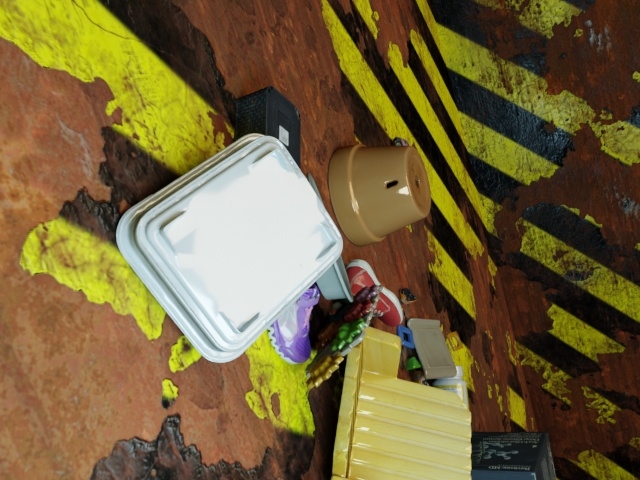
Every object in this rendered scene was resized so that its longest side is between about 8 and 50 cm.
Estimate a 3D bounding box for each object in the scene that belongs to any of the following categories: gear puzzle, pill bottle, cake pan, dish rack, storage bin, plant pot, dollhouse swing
[{"bbox_3d":[0.029,0.196,1.048,0.044,0.175,0.339,47,26,-5],"label":"gear puzzle"},{"bbox_3d":[0.443,0.536,1.727,0.119,0.119,0.208,29,56,-54],"label":"pill bottle"},{"bbox_3d":[0.000,0.000,1.094,0.293,0.054,0.292,-18,90,-85],"label":"cake pan"},{"bbox_3d":[-0.114,-0.002,0.818,0.333,0.072,0.285,-42,106,-32],"label":"dish rack"},{"bbox_3d":[-0.107,-0.210,1.051,0.122,0.085,0.180,28,55,-55],"label":"storage bin"},{"bbox_3d":[0.179,-0.141,1.413,0.291,0.204,0.290,27,58,-55],"label":"plant pot"},{"bbox_3d":[0.197,0.413,1.103,0.315,0.305,0.346,86,14,-53],"label":"dollhouse swing"}]

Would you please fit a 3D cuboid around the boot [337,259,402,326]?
[{"bbox_3d":[0.128,0.192,1.330,0.244,0.089,0.176,49,40,-29],"label":"boot"}]

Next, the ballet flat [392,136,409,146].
[{"bbox_3d":[0.284,-0.270,1.791,0.079,0.077,0.221,16,60,-38],"label":"ballet flat"}]

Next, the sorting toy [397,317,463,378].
[{"bbox_3d":[0.359,0.358,1.667,0.348,0.047,0.195,11,56,-42],"label":"sorting toy"}]

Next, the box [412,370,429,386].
[{"bbox_3d":[0.331,0.496,1.638,0.136,0.028,0.081,58,35,-29],"label":"box"}]

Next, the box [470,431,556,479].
[{"bbox_3d":[0.660,0.853,1.821,0.396,0.294,0.211,-2,81,-61],"label":"box"}]

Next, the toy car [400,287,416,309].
[{"bbox_3d":[0.255,0.198,1.619,0.122,0.060,0.040,-26,147,-44],"label":"toy car"}]

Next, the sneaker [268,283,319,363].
[{"bbox_3d":[-0.049,0.131,1.013,0.095,0.105,0.236,-18,97,-62],"label":"sneaker"}]
